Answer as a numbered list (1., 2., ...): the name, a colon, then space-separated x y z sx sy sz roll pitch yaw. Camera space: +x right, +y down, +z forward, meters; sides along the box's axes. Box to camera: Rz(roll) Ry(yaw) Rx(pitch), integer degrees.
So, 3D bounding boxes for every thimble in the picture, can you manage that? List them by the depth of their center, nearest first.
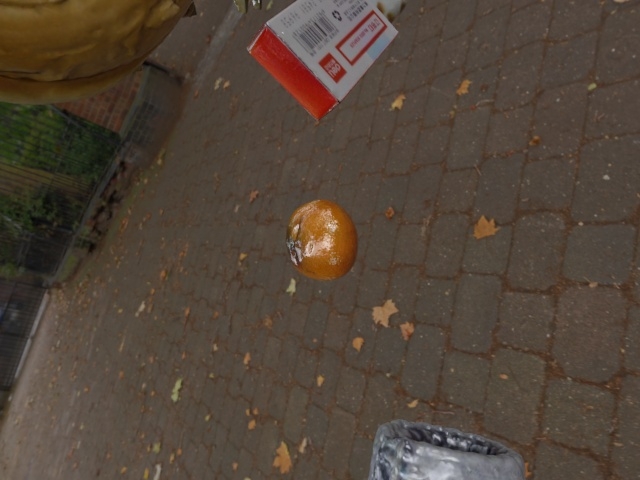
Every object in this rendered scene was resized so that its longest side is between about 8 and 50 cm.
1. thimble: 0.191 0.389 0.668 0.217 0.246 0.157 -10 65 57

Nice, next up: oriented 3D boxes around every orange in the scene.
1. orange: 0.000 0.000 1.116 0.224 0.170 0.223 170 90 -69

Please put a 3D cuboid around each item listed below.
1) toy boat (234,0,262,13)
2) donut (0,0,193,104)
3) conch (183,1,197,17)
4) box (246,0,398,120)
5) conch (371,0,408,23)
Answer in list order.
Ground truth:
1. toy boat: -0.112 -0.582 0.766 0.089 0.116 0.310 -52 -14 -51
2. donut: -0.304 -0.362 0.408 0.198 0.449 0.448 26 94 45
3. conch: -0.329 -0.532 0.912 0.086 0.080 0.232 -34 6 2
4. box: 0.015 -0.264 0.555 0.050 0.123 0.229 -30 23 49
5. conch: 0.169 -0.665 1.097 0.275 0.149 0.182 123 139 -80
